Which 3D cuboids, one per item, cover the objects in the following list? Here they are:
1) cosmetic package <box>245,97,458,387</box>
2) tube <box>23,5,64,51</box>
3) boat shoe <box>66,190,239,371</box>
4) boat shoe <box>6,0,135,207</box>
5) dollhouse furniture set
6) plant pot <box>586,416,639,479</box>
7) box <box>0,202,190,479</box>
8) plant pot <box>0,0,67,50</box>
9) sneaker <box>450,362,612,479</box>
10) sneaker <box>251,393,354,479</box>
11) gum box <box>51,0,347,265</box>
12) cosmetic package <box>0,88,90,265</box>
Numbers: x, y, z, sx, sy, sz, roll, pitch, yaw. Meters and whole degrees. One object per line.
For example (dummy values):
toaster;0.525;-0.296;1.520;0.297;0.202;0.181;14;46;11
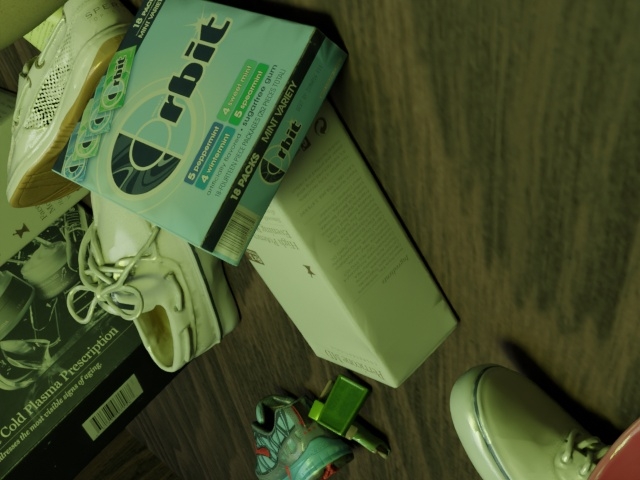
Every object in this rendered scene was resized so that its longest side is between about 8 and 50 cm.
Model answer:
cosmetic package;0.000;0.000;0.798;0.117;0.085;0.231;13;140;55
tube;-0.303;-0.247;0.949;0.240;0.062;0.070;42;-167;-5
boat shoe;-0.207;0.035;1.134;0.136;0.156;0.367;34;156;27
boat shoe;-0.230;-0.128;0.934;0.277;0.098;0.096;-44;72;45
dollhouse furniture set;0.040;0.195;1.156;0.076;0.058;0.151;26;172;24
plant pot;0.255;0.217;0.603;0.180;0.201;0.201;30;159;-4
box;-0.393;0.136;1.397;0.312;0.343;0.179;37;158;20
plant pot;-0.234;-0.229;0.626;0.191;0.284;0.284;1;145;9
sneaker;0.209;0.181;0.761;0.258;0.094;0.091;44;141;-7
sneaker;-0.036;0.257;1.343;0.125;0.104;0.262;61;156;8
gum box;-0.089;-0.086;0.706;0.184;0.157;0.041;24;175;42
cosmetic package;-0.426;-0.078;1.292;0.151;0.184;0.151;22;149;46
